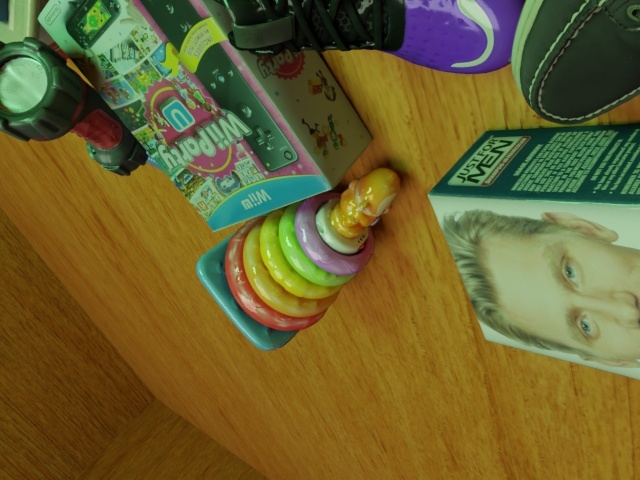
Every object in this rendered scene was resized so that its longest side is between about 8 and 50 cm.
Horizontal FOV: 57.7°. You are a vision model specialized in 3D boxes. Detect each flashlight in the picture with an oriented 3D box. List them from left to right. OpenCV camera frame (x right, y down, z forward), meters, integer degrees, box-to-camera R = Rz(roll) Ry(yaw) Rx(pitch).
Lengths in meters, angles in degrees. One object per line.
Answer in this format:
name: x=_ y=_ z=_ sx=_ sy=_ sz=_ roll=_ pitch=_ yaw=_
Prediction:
flashlight: x=-0.298 y=-0.144 z=0.725 sx=0.103 sy=0.103 sz=0.304 roll=50 pitch=178 yaw=6

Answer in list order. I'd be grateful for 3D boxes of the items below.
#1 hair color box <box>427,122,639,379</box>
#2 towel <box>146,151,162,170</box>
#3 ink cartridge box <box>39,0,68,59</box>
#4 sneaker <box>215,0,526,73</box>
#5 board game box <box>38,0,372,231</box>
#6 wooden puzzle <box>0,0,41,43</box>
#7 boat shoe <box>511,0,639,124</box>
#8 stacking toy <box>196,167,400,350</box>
hair color box: x=0.261 y=0.016 z=0.393 sx=0.347 sy=0.105 sz=0.174 roll=9 pitch=135 yaw=49
towel: x=-0.255 y=-0.209 z=0.844 sx=0.243 sy=0.040 sz=0.336 roll=30 pitch=148 yaw=27
ink cartridge box: x=-0.450 y=-0.368 z=0.860 sx=0.115 sy=0.067 sz=0.198 roll=32 pitch=150 yaw=22
sneaker: x=0.002 y=-0.178 z=0.434 sx=0.293 sy=0.146 sz=0.102 roll=32 pitch=149 yaw=24
board game box: x=-0.122 y=-0.171 z=0.613 sx=0.224 sy=0.097 sz=0.303 roll=-16 pitch=119 yaw=47
wooden puzzle: x=-0.461 y=-0.395 z=0.714 sx=0.322 sy=0.080 sz=0.348 roll=32 pitch=126 yaw=22
boat shoe: x=0.190 y=-0.136 z=0.271 sx=0.102 sy=0.092 sz=0.285 roll=11 pitch=153 yaw=-16
stacking toy: x=0.000 y=0.000 z=0.701 sx=0.166 sy=0.175 sz=0.302 roll=50 pitch=138 yaw=-2
